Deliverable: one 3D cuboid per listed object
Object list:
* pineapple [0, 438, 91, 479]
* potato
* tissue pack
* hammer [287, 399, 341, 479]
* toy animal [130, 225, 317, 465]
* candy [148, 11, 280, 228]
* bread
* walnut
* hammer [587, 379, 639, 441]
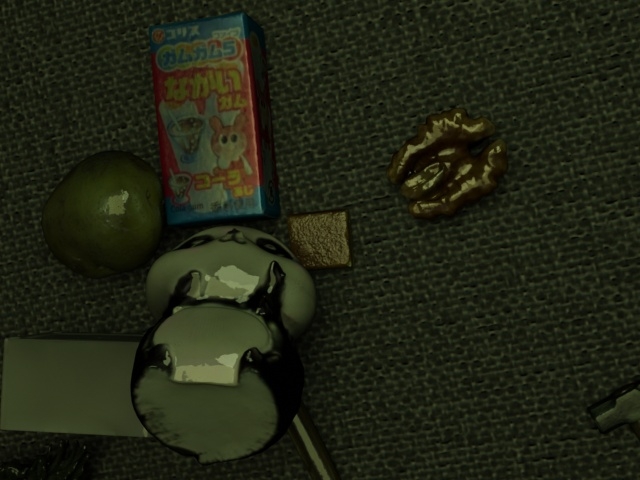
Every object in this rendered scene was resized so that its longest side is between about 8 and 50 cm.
[{"bbox_3d":[-0.497,0.405,1.299,0.340,0.169,0.169,-31,84,2],"label":"pineapple"},{"bbox_3d":[-0.331,-0.033,1.244,0.251,0.159,0.175,-18,61,37],"label":"potato"},{"bbox_3d":[-0.336,0.212,1.255,0.245,0.159,0.136,1,88,12],"label":"tissue pack"},{"bbox_3d":[-0.001,0.346,1.242,0.168,0.044,0.440,-30,84,11],"label":"hammer"},{"bbox_3d":[-0.130,0.120,1.140,0.250,0.310,0.251,5,131,6],"label":"toy animal"},{"bbox_3d":[-0.159,-0.178,1.250,0.157,0.100,0.306,-5,88,12],"label":"candy"},{"bbox_3d":[0.000,0.000,1.248,0.094,0.035,0.090,-5,88,12],"label":"bread"},{"bbox_3d":[0.184,-0.111,1.195,0.170,0.069,0.143,-31,85,11],"label":"walnut"},{"bbox_3d":[0.509,0.366,1.141,0.111,0.043,0.366,-30,85,10],"label":"hammer"}]
